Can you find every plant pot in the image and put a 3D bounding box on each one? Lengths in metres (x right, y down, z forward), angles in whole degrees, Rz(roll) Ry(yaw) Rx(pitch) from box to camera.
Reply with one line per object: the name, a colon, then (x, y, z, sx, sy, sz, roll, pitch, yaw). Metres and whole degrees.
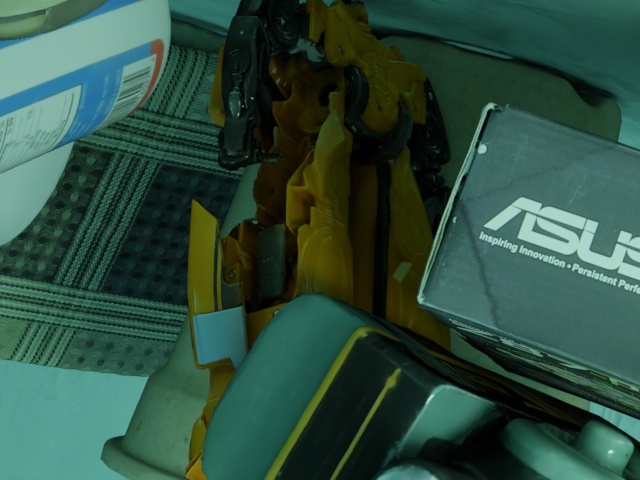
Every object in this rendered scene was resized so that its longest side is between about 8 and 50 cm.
plant pot: (0.054, 0.032, 1.223, 0.334, 0.305, 0.334, 13, 179, 0)

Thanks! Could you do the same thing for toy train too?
toy train: (0.099, 0.128, 0.857, 0.190, 0.142, 0.334, 36, -171, 39)

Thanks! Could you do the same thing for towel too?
towel: (-0.179, -0.037, 1.397, 0.324, 0.312, 0.056, 11, -147, -31)

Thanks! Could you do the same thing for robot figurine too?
robot figurine: (0.000, 0.000, 0.988, 0.085, 0.291, 0.211, -17, 147, 31)

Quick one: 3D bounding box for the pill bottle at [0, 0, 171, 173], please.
pill bottle: (-0.182, -0.083, 0.863, 0.124, 0.124, 0.221, 13, -154, 32)

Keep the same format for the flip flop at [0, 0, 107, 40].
flip flop: (-0.204, -0.152, 0.767, 0.277, 0.112, 0.080, 18, 141, 24)

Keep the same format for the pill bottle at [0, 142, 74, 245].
pill bottle: (-0.322, -0.114, 0.988, 0.363, 0.210, 0.210, 14, 179, -35)

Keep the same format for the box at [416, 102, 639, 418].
box: (0.255, 0.072, 0.798, 0.395, 0.097, 0.318, 20, 178, 15)
